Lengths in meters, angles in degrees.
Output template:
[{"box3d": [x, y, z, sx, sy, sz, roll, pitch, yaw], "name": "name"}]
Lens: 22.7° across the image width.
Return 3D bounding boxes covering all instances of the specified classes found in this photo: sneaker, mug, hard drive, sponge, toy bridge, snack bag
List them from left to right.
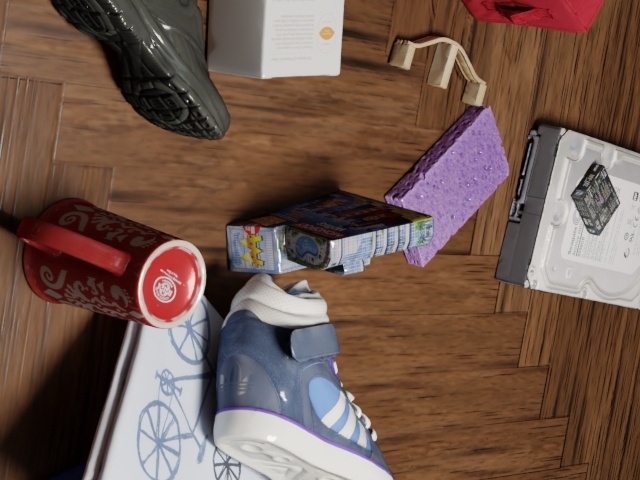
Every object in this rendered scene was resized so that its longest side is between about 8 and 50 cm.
[{"box3d": [-0.218, 0.030, 1.608, 0.150, 0.169, 0.113, -11, 110, -46], "name": "mug"}, {"box3d": [-0.162, -0.219, 1.653, 0.130, 0.109, 0.286, -59, 139, -26], "name": "sneaker"}, {"box3d": [-0.129, 0.226, 1.766, 0.342, 0.037, 0.323, 52, 36, -41], "name": "snack bag"}, {"box3d": [-0.001, 0.167, 1.853, 0.323, 0.130, 0.236, 37, 52, -46], "name": "sneaker"}, {"box3d": [0.159, -0.228, 2.061, 0.188, 0.026, 0.063, 18, 86, -49], "name": "toy bridge"}, {"box3d": [0.172, -0.075, 2.117, 0.210, 0.031, 0.117, -46, 131, -30], "name": "sponge"}, {"box3d": [0.401, -0.029, 2.361, 0.339, 0.064, 0.237, 12, 91, -48], "name": "hard drive"}]

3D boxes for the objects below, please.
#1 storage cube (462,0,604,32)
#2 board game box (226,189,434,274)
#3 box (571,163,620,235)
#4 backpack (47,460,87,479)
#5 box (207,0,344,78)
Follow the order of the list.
[{"box3d": [0.261, -0.398, 2.005, 0.193, 0.183, 0.215, 44, 68, -44], "name": "storage cube"}, {"box3d": [0.000, 0.000, 1.860, 0.194, 0.194, 0.060, -14, 108, -30], "name": "board game box"}, {"box3d": [0.396, -0.058, 2.284, 0.067, 0.018, 0.083, -54, 135, -23], "name": "box"}, {"box3d": [-0.242, 0.297, 1.716, 0.120, 0.101, 0.098, -28, 128, -44], "name": "backpack"}, {"box3d": [-0.048, -0.269, 1.769, 0.130, 0.091, 0.170, -9, 107, -47], "name": "box"}]
